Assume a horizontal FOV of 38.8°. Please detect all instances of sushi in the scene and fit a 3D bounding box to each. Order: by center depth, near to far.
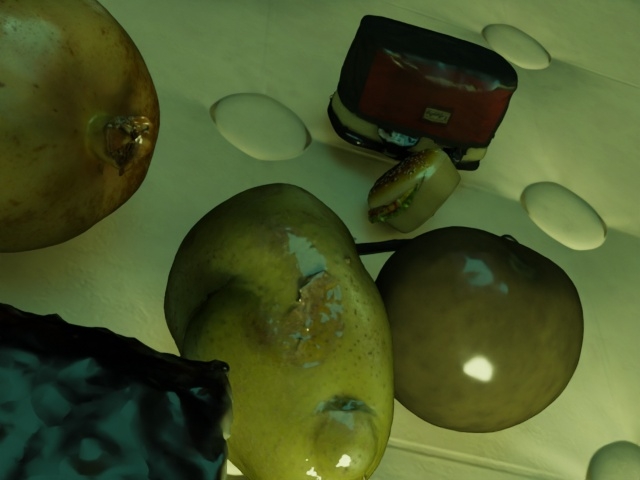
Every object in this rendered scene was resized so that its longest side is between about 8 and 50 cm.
[{"bbox_3d":[-0.219,0.185,0.638,0.294,0.281,0.299,19,-3,-13],"label":"sushi"}]

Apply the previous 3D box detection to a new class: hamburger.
[{"bbox_3d":[0.120,-0.068,1.228,0.081,0.126,0.141,44,82,-8],"label":"hamburger"}]

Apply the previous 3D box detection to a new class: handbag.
[{"bbox_3d":[0.146,-0.200,1.324,0.254,0.181,0.181,10,33,-18],"label":"handbag"}]

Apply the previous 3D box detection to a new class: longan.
[{"bbox_3d":[0.164,0.091,0.986,0.248,0.248,0.248,15,42,-14],"label":"longan"}]

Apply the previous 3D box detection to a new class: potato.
[{"bbox_3d":[-0.032,0.108,0.896,0.202,0.218,0.351,39,25,-55],"label":"potato"}]

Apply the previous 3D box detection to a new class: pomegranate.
[{"bbox_3d":[-0.309,-0.133,0.944,0.319,0.319,0.319,15,42,-14],"label":"pomegranate"}]

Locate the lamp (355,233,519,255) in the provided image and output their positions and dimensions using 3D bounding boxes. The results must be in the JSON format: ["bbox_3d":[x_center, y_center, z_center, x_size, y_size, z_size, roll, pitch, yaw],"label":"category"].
[{"bbox_3d":[0.115,0.019,1.186,0.371,0.108,0.130,-3,69,-44],"label":"lamp"}]

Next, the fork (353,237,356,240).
[{"bbox_3d":[0.000,0.001,1.179,0.115,0.012,0.016,-2,52,-36],"label":"fork"}]
